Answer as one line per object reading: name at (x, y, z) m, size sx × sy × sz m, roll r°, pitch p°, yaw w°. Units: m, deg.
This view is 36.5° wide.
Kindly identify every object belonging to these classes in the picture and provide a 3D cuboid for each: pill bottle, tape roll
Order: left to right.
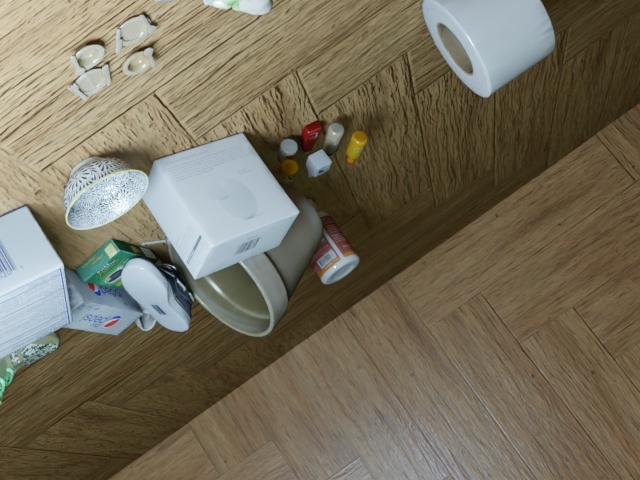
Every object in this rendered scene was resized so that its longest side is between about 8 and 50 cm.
pill bottle at (0.000, 0.000, 2.587) m, size 0.121 × 0.216 × 0.121 m, roll -31°, pitch 162°, yaw -11°
tape roll at (0.349, -0.446, 2.028) m, size 0.169 × 0.246 × 0.246 m, roll -35°, pitch 163°, yaw -3°

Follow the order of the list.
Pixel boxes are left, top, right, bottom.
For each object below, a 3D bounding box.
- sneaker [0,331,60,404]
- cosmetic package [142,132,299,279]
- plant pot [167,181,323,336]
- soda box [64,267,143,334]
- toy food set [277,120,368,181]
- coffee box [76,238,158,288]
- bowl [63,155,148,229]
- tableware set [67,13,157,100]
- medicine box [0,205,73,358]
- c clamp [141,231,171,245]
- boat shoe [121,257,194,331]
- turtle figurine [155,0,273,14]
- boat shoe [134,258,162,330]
sneaker at (-0.745, 0.328, 2.120) m, size 0.410 × 0.182 × 0.158 m, roll -24°, pitch 159°, yaw -32°
cosmetic package at (-0.208, -0.074, 1.995) m, size 0.224 × 0.225 × 0.138 m, roll -22°, pitch 159°, yaw -35°
plant pot at (-0.151, 0.016, 2.287) m, size 0.280 × 0.323 × 0.323 m, roll -46°, pitch 170°, yaw -31°
soda box at (-0.520, 0.142, 2.194) m, size 0.091 × 0.098 × 0.286 m, roll -39°, pitch 163°, yaw 7°
toy food set at (-0.013, -0.195, 2.230) m, size 0.232 × 0.111 × 0.104 m, roll -30°, pitch 162°, yaw -26°
coffee box at (-0.455, 0.054, 2.181) m, size 0.113 × 0.040 × 0.184 m, roll -40°, pitch 162°, yaw 10°
bowl at (-0.411, -0.103, 1.789) m, size 0.170 × 0.080 × 0.170 m, roll -32°, pitch 163°, yaw -11°
tableware set at (-0.332, -0.290, 1.551) m, size 0.168 × 0.020 × 0.141 m, roll -31°, pitch 162°, yaw -13°
medicine box at (-0.626, 0.107, 1.825) m, size 0.263 × 0.149 × 0.289 m, roll -28°, pitch 162°, yaw -22°
c clamp at (-0.309, -0.045, 2.054) m, size 0.137 × 0.161 × 0.022 m, roll 0°, pitch 128°, yaw -10°
boat shoe at (-0.366, 0.103, 2.247) m, size 0.108 × 0.102 × 0.301 m, roll 3°, pitch 150°, yaw 20°
turtle figurine at (-0.127, -0.427, 1.356) m, size 0.274 × 0.198 × 0.266 m, roll -23°, pitch 177°, yaw -6°
boat shoe at (-0.424, 0.139, 2.379) m, size 0.096 × 0.088 × 0.267 m, roll -23°, pitch 159°, yaw -33°
